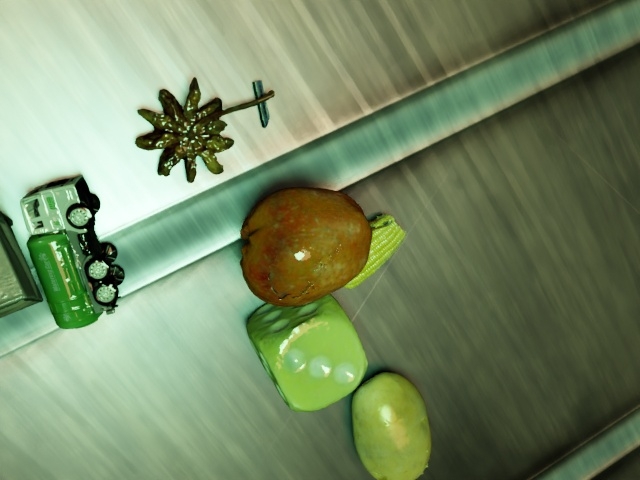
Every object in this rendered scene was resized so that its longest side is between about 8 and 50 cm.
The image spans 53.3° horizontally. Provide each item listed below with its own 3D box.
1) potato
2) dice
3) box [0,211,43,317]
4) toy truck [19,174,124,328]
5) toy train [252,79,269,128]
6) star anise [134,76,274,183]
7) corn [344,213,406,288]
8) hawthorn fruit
[{"bbox_3d":[0.149,0.383,1.301,0.150,0.146,0.234,-25,111,-46],"label":"potato"},{"bbox_3d":[-0.026,0.196,1.172,0.166,0.169,0.170,-29,109,-14],"label":"dice"},{"bbox_3d":[-0.560,0.071,0.928,0.252,0.188,0.153,-25,92,-17],"label":"box"},{"bbox_3d":[-0.403,0.023,1.036,0.124,0.101,0.243,-13,108,-6],"label":"toy truck"},{"bbox_3d":[-0.104,-0.242,1.137,0.017,0.017,0.083,-19,107,-24],"label":"toy train"},{"bbox_3d":[-0.205,-0.206,1.076,0.177,0.073,0.234,35,85,-27],"label":"star anise"},{"bbox_3d":[0.090,0.019,1.239,0.165,0.063,0.085,-43,88,-10],"label":"corn"},{"bbox_3d":[0.000,0.000,1.123,0.298,0.211,0.212,-10,104,-19],"label":"hawthorn fruit"}]
